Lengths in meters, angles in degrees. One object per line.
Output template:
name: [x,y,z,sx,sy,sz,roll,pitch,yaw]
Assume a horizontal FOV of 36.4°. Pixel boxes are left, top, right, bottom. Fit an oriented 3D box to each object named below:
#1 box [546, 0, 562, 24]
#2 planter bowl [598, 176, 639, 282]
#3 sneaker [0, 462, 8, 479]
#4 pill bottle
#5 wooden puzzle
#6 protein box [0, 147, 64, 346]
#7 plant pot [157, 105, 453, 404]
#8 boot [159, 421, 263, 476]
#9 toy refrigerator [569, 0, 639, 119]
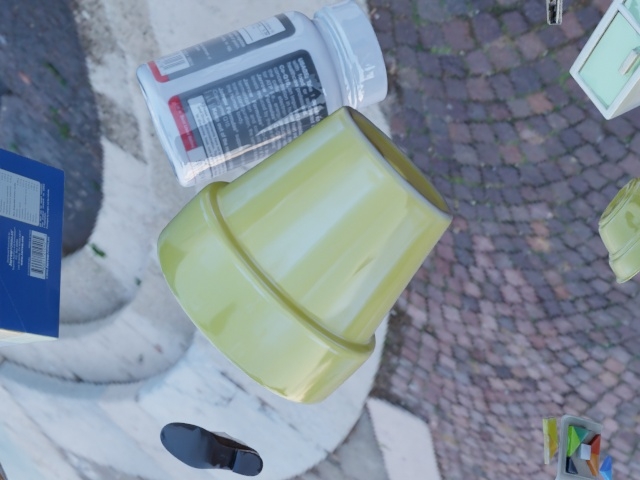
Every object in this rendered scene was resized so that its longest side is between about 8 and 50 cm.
box: [0.309,-0.420,1.307,0.021,0.201,0.164,-2,148,12]
planter bowl: [0.533,-0.041,1.635,0.090,0.217,0.217,37,150,4]
sneaker: [-0.292,0.174,0.661,0.084,0.083,0.215,58,-168,18]
pill bottle: [-0.070,-0.189,1.216,0.161,0.283,0.161,158,90,-81]
wooden puzzle: [0.278,0.227,1.040,0.116,0.079,0.014,12,169,-36]
protein box: [-0.395,0.004,1.037,0.135,0.200,0.201,-10,164,28]
plant pot: [0.000,0.000,1.018,0.254,0.239,0.254,43,-167,-13]
boot: [-0.112,0.199,0.957,0.106,0.037,0.114,26,173,-12]
toy refrigerator: [0.455,-0.293,1.365,0.102,0.094,0.269,58,158,18]
